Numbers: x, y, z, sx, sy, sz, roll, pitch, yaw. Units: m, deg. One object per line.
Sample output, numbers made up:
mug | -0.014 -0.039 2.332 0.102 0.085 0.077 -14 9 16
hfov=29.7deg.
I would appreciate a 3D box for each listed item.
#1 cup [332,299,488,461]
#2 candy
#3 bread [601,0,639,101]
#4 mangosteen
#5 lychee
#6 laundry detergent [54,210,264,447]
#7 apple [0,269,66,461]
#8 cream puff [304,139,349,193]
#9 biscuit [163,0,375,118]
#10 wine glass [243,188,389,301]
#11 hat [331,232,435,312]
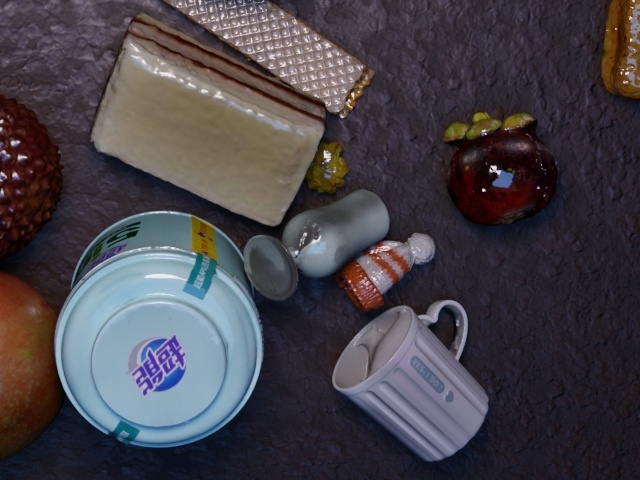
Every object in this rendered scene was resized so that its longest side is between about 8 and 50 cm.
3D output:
cup | 0.163 0.209 1.865 0.221 0.167 0.202 -43 108 7
candy | -0.160 -0.167 1.723 0.321 0.135 0.179 26 121 -11
bread | 0.616 -0.290 1.822 0.380 0.109 0.185 4 99 -9
mangosteen | 0.268 -0.113 1.807 0.166 0.166 0.180 -16 81 -3
lychee | -0.491 -0.087 1.671 0.264 0.264 0.300 12 147 -10
laundry detergent | -0.227 0.127 1.724 0.287 0.305 0.287 -1 104 -6
apple | -0.519 0.183 1.719 0.319 0.277 0.319 -2 103 -7
cream puff | 0.005 -0.112 1.818 0.083 0.058 0.083 20 102 -8
biscuit | -0.094 -0.311 1.758 0.379 0.054 0.094 33 99 -13
wine glass | 0.000 0.000 1.765 0.231 0.103 0.103 -30 111 -44
hat | 0.104 0.035 1.858 0.162 0.112 0.093 -35 133 -8
